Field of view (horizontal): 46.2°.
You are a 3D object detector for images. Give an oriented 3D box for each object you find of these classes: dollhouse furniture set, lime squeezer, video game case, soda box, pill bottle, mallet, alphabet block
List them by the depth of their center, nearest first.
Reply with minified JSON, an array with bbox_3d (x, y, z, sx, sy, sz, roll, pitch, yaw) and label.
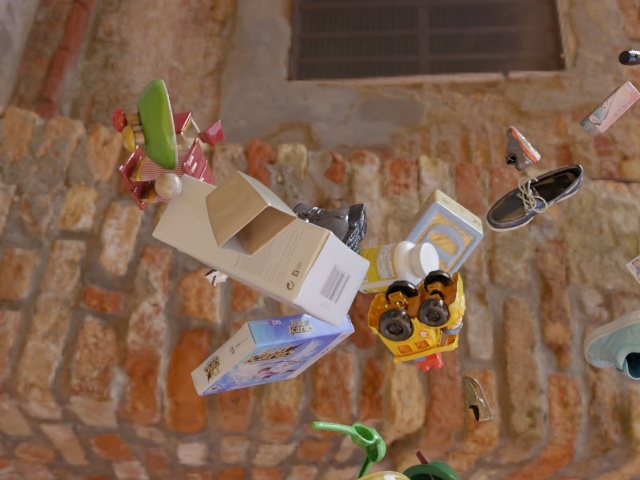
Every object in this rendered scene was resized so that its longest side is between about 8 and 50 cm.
[{"bbox_3d":[0.072,0.420,1.537,0.059,0.110,0.310,-107,174,-45],"label":"lime squeezer"},{"bbox_3d":[-0.101,0.239,1.599,0.244,0.269,0.061,-45,-120,39],"label":"video game case"},{"bbox_3d":[0.847,-0.471,1.871,0.062,0.190,0.039,-8,94,-41],"label":"mallet"},{"bbox_3d":[0.188,0.065,1.896,0.117,0.208,0.117,18,66,-47],"label":"pill bottle"},{"bbox_3d":[0.848,0.065,1.899,0.087,0.011,0.122,58,-45,17],"label":"video game case"},{"bbox_3d":[-0.385,-0.258,2.078,0.374,0.201,0.152,-77,157,-45],"label":"dollhouse furniture set"},{"bbox_3d":[0.842,-0.381,2.176,0.063,0.183,0.058,48,-14,0],"label":"soda box"},{"bbox_3d":[0.376,-0.019,2.337,0.193,0.192,0.197,-53,-178,18],"label":"alphabet block"}]

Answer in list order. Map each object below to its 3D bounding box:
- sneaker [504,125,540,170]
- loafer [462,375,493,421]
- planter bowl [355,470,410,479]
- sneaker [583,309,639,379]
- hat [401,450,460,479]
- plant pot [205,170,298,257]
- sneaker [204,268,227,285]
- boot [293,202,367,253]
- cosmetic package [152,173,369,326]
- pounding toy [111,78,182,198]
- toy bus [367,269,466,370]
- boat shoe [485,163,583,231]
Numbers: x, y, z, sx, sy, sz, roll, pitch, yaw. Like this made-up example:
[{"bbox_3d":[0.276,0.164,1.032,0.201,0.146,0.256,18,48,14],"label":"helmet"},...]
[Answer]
[{"bbox_3d":[0.420,-0.198,1.625,0.065,0.061,0.158,-44,-161,18],"label":"sneaker"},{"bbox_3d":[0.462,0.475,2.235,0.148,0.050,0.056,62,-28,21],"label":"loafer"},{"bbox_3d":[0.103,0.529,1.339,0.090,0.217,0.217,40,-44,55],"label":"planter bowl"},{"bbox_3d":[0.810,0.307,2.016,0.366,0.135,0.150,98,2,-64],"label":"sneaker"},{"bbox_3d":[0.286,0.520,1.677,0.183,0.208,0.173,-35,142,-49],"label":"hat"},{"bbox_3d":[-0.122,-0.049,1.220,0.096,0.109,0.109,56,14,22],"label":"plant pot"},{"bbox_3d":[-0.262,0.086,2.056,0.043,0.109,0.040,57,13,-15],"label":"sneaker"},{"bbox_3d":[0.000,0.000,2.076,0.338,0.223,0.118,-65,152,-63],"label":"boot"},{"bbox_3d":[-0.122,0.018,1.518,0.156,0.385,0.217,-63,150,-6],"label":"cosmetic package"},{"bbox_3d":[-0.352,-0.198,1.496,0.183,0.110,0.237,-161,-117,-73],"label":"pounding toy"},{"bbox_3d":[0.248,0.199,1.719,0.211,0.220,0.149,60,27,-21],"label":"toy bus"},{"bbox_3d":[0.508,-0.104,1.776,0.079,0.254,0.095,72,-6,-67],"label":"boat shoe"}]
